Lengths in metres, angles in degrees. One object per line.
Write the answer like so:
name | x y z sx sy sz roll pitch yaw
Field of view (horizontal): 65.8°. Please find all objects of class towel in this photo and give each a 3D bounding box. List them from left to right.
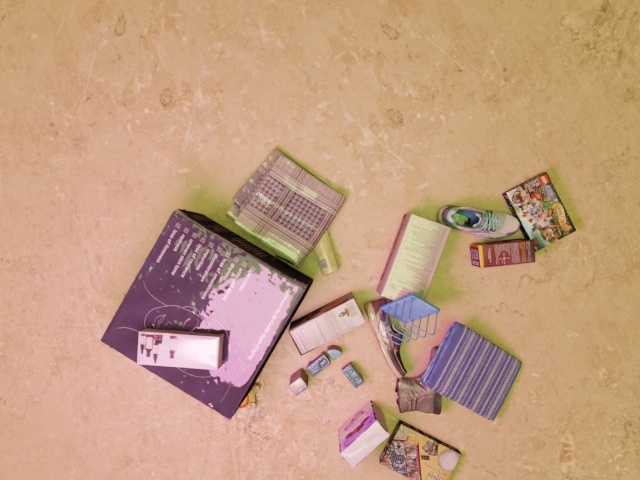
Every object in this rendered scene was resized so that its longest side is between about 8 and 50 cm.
towel | -0.119 -0.119 1.693 0.324 0.056 0.312 35 79 2
towel | 0.524 0.452 1.704 0.336 0.040 0.243 32 84 -18

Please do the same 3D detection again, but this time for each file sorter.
file sorter | 0.282 0.263 1.614 0.118 0.170 0.104 31 56 -19

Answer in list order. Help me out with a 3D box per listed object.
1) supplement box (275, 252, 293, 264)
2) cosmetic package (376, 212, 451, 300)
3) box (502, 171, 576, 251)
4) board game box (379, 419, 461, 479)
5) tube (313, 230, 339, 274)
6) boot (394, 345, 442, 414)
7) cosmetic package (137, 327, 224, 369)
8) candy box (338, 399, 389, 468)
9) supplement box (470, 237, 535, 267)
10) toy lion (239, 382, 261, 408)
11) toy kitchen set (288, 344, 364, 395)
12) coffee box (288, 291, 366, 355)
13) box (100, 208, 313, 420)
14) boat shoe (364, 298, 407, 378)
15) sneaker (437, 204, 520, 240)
supplement box | -0.102 0.034 1.734 0.083 0.056 0.083 25 92 0
cosmetic package | 0.315 0.068 1.697 0.153 0.129 0.296 21 91 -3
box | 0.764 -0.100 1.730 0.159 0.044 0.233 -28 92 1
board game box | 0.354 0.770 1.763 0.243 0.042 0.165 28 92 -1
tube | 0.000 0.000 1.736 0.070 0.062 0.240 -17 86 -43
boot | 0.345 0.493 1.738 0.161 0.083 0.247 3 91 6
cosmetic package | -0.408 0.317 1.446 0.239 0.060 0.099 3 91 3
candy box | 0.143 0.653 1.683 0.165 0.196 0.070 -43 91 1
supplement box | 0.625 0.043 1.706 0.188 0.104 0.081 -6 92 1
toy lion | -0.269 0.553 1.767 0.096 0.034 0.100 12 92 7
toy kitchen set | 0.023 0.488 1.715 0.207 0.122 0.166 -38 91 2
coffee box | 0.022 0.283 1.701 0.246 0.141 0.098 -27 92 2
box | -0.346 0.222 1.615 0.471 0.297 0.480 31 92 4
boat shoe | 0.244 0.338 1.721 0.092 0.103 0.285 -24 86 6
sneaker | 0.550 -0.058 1.694 0.283 0.122 0.110 6 92 0
